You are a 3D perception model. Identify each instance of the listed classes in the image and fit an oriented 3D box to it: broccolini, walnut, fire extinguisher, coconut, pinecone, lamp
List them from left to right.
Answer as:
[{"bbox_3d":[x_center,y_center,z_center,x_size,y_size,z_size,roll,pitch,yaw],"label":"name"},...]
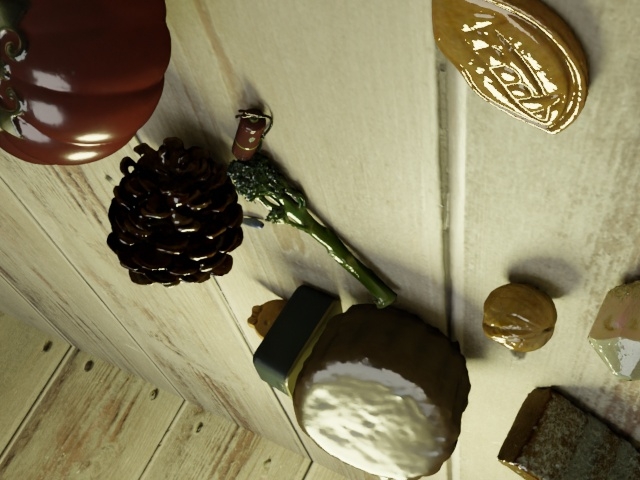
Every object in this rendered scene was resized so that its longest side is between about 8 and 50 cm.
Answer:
[{"bbox_3d":[-0.312,-0.237,1.046,0.303,0.257,0.303,16,114,38],"label":"lamp"},{"bbox_3d":[-0.233,-0.039,1.449,0.224,0.224,0.272,28,144,2],"label":"pinecone"},{"bbox_3d":[-0.100,-0.154,1.273,0.056,0.039,0.132,-1,162,-14],"label":"fire extinguisher"},{"bbox_3d":[-0.004,0.002,1.444,0.392,0.074,0.079,43,161,-28],"label":"broccolini"},{"bbox_3d":[0.288,0.111,1.306,0.105,0.105,0.124,41,170,-27],"label":"walnut"},{"bbox_3d":[0.407,0.123,1.150,0.116,0.122,0.116,24,158,10],"label":"coconut"}]

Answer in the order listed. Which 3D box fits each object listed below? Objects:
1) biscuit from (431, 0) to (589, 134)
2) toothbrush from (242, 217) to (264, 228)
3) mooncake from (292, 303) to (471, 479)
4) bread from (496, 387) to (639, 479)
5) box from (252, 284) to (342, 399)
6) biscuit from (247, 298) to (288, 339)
[{"bbox_3d":[0.188,-0.180,0.880,0.142,0.029,0.220,2,146,48],"label":"biscuit"},{"bbox_3d":[-0.198,-0.037,1.670,0.269,0.021,0.027,5,153,45],"label":"toothbrush"},{"bbox_3d":[0.116,0.276,1.652,0.324,0.187,0.324,12,131,15],"label":"mooncake"},{"bbox_3d":[0.523,0.439,1.643,0.416,0.165,0.113,34,159,-14],"label":"bread"},{"bbox_3d":[-0.044,0.197,1.760,0.090,0.201,0.144,26,159,18],"label":"box"},{"bbox_3d":[-0.059,0.188,1.863,0.184,0.133,0.027,50,156,24],"label":"biscuit"}]
